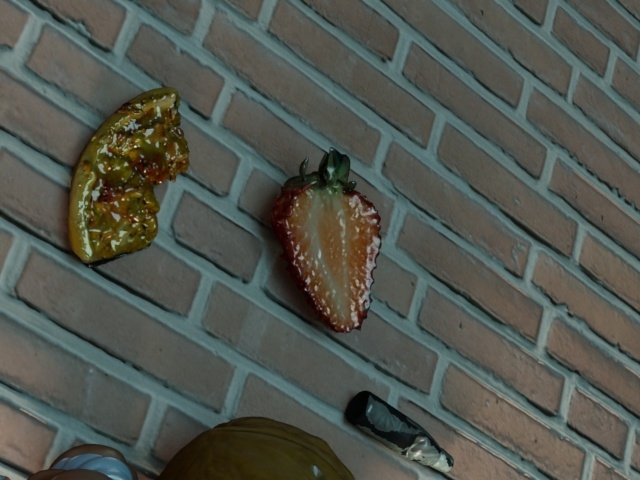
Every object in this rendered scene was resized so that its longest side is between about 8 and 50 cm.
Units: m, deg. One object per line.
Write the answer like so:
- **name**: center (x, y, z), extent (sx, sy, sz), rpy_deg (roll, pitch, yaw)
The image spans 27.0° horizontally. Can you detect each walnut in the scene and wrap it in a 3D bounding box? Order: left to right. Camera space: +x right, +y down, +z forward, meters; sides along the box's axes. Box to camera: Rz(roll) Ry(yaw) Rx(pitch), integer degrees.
- **walnut**: center (-0.073, 0.426, 1.743), extent (0.308, 0.354, 0.398), rpy_deg (-23, 97, 1)

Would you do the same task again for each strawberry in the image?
- **strawberry**: center (0.000, 0.000, 2.065), extent (0.188, 0.106, 0.286), rpy_deg (-9, 96, -35)

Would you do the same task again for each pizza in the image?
- **pizza**: center (-0.264, -0.093, 1.886), extent (0.161, 0.085, 0.305), rpy_deg (36, 60, -27)

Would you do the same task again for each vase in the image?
- **vase**: center (0.134, 0.311, 2.108), extent (0.211, 0.060, 0.060), rpy_deg (35, 59, -26)

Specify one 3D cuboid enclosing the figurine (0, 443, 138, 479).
- **figurine**: center (-0.374, 0.368, 1.580), extent (0.388, 0.248, 0.277), rpy_deg (11, 74, -33)
